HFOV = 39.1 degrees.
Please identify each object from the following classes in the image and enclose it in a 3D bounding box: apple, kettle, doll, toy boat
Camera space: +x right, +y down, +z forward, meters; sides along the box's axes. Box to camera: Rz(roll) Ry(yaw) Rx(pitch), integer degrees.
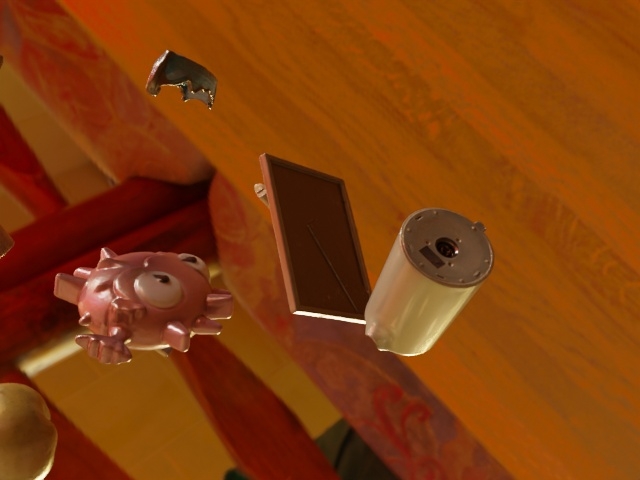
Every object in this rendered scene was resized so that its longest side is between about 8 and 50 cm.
[{"bbox_3d":[-0.539,0.333,1.521,0.200,0.200,0.200,20,124,34],"label":"apple"},{"bbox_3d":[0.111,0.040,0.945,0.098,0.127,0.148,21,140,0],"label":"kettle"},{"bbox_3d":[-0.214,0.075,1.092,0.211,0.262,0.093,15,114,10],"label":"doll"},{"bbox_3d":[-0.227,-0.251,1.455,0.075,0.185,0.077,17,89,13],"label":"toy boat"}]

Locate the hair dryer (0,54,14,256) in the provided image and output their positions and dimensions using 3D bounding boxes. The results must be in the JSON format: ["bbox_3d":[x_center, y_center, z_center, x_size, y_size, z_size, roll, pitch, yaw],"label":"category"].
[{"bbox_3d":[-0.321,-0.093,0.817,0.053,0.220,0.195,-27,108,19],"label":"hair dryer"}]

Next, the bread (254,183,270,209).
[{"bbox_3d":[-0.037,-0.071,1.671,0.152,0.105,0.077,49,-179,-26],"label":"bread"}]

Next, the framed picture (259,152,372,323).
[{"bbox_3d":[0.000,0.000,1.549,0.020,0.211,0.289,-31,61,35],"label":"framed picture"}]

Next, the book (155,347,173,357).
[{"bbox_3d":[-0.282,0.116,1.573,0.127,0.182,0.014,34,125,-3],"label":"book"}]
